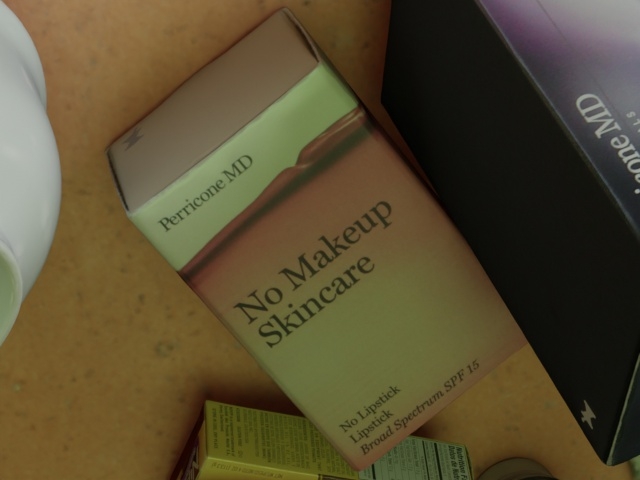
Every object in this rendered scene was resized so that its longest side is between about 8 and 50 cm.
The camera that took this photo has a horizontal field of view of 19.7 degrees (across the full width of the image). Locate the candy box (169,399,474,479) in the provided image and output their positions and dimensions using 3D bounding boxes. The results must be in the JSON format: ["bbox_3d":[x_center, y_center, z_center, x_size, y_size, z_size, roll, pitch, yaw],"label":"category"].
[{"bbox_3d":[-0.004,0.172,1.225,0.186,0.053,0.109,12,131,-16],"label":"candy box"}]

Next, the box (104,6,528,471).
[{"bbox_3d":[0.000,0.000,1.136,0.148,0.127,0.232,-39,115,4],"label":"box"}]

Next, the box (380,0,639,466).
[{"bbox_3d":[0.227,-0.076,1.023,0.294,0.296,0.183,-18,144,-15],"label":"box"}]

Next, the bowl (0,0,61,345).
[{"bbox_3d":[-0.254,0.006,1.000,0.297,0.134,0.298,-25,145,-20],"label":"bowl"}]

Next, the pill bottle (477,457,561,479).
[{"bbox_3d":[0.151,0.206,1.246,0.078,0.137,0.078,-4,111,-12],"label":"pill bottle"}]
